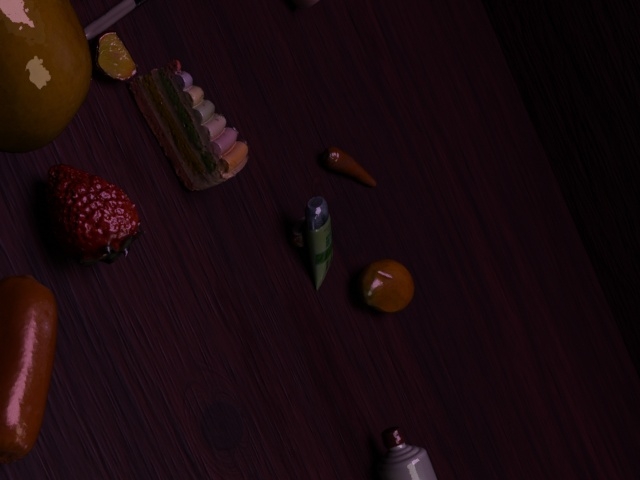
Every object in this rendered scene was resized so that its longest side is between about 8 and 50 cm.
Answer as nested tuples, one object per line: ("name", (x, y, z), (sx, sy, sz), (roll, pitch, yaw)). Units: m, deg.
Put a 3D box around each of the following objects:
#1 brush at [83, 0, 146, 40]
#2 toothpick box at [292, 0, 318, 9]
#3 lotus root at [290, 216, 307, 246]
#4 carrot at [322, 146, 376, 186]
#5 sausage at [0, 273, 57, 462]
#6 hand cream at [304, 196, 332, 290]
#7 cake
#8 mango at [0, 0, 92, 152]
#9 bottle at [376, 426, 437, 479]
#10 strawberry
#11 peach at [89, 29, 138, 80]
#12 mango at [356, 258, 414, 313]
("brush", (-0.331, -0.396, 1.605), (0.039, 0.042, 0.299), (44, 41, -11))
("toothpick box", (-0.056, -0.594, 2.063), (0.149, 0.098, 0.098), (46, 38, -30))
("lotus root", (-0.037, -0.016, 1.821), (0.083, 0.030, 0.038), (-52, 141, -51))
("carrot", (0.069, -0.155, 2.051), (0.216, 0.048, 0.048), (25, 52, -54))
("sausage", (-0.376, 0.152, 1.162), (0.098, 0.098, 0.238), (31, 49, -44))
("hand cream", (0.000, 0.000, 1.810), (0.095, 0.045, 0.175), (-64, 151, -51))
("cake", (-0.222, -0.183, 1.566), (0.225, 0.109, 0.090), (52, 36, -26))
("mango", (-0.460, -0.300, 1.115), (0.220, 0.301, 0.445), (-49, 115, -23))
("bottle", (0.175, 0.471, 1.783), (0.104, 0.104, 0.245), (-20, 89, -58))
("strawberry", (-0.321, -0.040, 1.329), (0.131, 0.131, 0.148), (1, 70, -56))
("peach", (-0.335, -0.296, 1.518), (0.083, 0.050, 0.078), (8, 89, -44))
("mango", (0.131, 0.092, 1.959), (0.165, 0.089, 0.115), (22, 64, -45))
